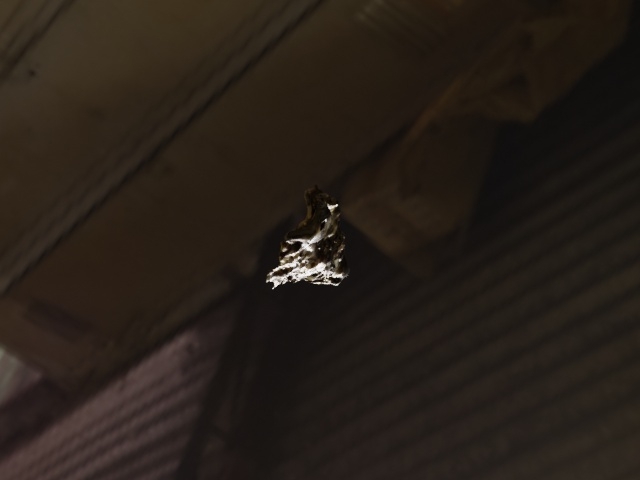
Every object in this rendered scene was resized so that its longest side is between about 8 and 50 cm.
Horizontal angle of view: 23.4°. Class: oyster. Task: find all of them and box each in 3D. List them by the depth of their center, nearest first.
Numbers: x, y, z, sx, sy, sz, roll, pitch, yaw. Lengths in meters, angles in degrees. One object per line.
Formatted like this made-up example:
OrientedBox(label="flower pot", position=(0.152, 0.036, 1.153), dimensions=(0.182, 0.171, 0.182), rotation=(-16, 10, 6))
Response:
OrientedBox(label="oyster", position=(0.001, 0.001, 1.081), dimensions=(0.132, 0.029, 0.086), rotation=(-21, 138, -64))
